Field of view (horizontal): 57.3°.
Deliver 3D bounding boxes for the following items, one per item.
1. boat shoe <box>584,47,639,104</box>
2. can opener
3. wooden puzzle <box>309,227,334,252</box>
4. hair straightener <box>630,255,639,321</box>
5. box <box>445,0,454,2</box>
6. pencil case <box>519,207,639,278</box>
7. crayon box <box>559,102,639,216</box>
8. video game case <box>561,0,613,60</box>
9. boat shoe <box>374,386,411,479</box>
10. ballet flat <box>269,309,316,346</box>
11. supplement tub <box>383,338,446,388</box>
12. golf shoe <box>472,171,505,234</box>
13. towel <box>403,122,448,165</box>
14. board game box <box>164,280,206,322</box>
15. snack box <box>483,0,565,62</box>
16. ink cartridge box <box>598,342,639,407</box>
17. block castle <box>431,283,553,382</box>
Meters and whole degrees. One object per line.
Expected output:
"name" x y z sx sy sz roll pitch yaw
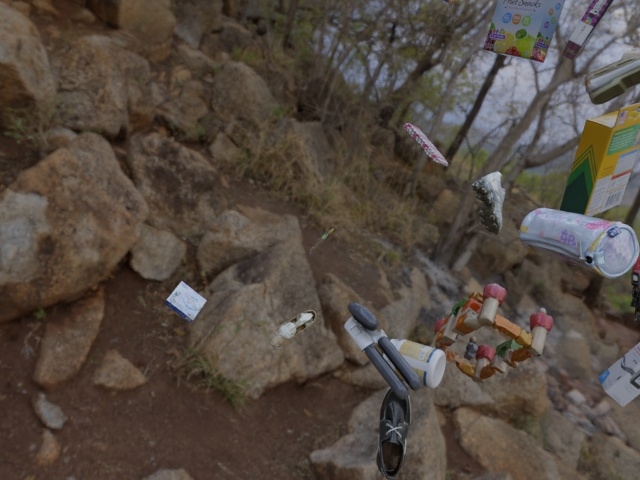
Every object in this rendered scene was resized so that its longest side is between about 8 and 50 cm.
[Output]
"boat shoe" 0.978 -0.545 1.823 0.113 0.303 0.103 25 47 -54
"can opener" 0.139 0.257 1.428 0.283 0.076 0.095 50 -10 49
"wooden puzzle" 0.000 0.000 1.724 0.014 0.116 0.078 44 21 0
"hair straightener" 0.685 0.112 1.238 0.047 0.088 0.230 3 22 21
"box" 0.371 -0.710 1.665 0.136 0.028 0.081 -28 53 -29
"pencil case" 0.566 0.001 1.305 0.113 0.124 0.273 62 -8 -18
"crayon box" 0.789 -0.234 1.613 0.203 0.322 0.083 -18 38 -33
"video game case" 0.684 -0.566 1.455 0.042 0.210 0.232 33 17 11
"boat shoe" 0.189 0.486 1.489 0.084 0.232 0.079 8 2 0
"ballet flat" -0.091 0.295 2.018 0.073 0.067 0.206 45 49 14
"supplement tub" 0.341 0.444 2.137 0.200 0.144 0.144 13 3 30
"golf shoe" 0.449 -0.095 1.498 0.069 0.086 0.176 33 -27 47
"towel" 0.395 -0.353 2.181 0.197 0.029 0.144 54 22 16
"board game box" -0.369 0.168 1.607 0.090 0.020 0.090 40 35 -8
"snack box" 0.551 -0.600 1.576 0.070 0.206 0.174 2 21 -34
"ink cartridge box" 0.803 0.328 1.486 0.060 0.180 0.104 43 16 6
"block castle" 0.663 0.362 2.333 0.303 0.212 0.453 31 -35 -3
